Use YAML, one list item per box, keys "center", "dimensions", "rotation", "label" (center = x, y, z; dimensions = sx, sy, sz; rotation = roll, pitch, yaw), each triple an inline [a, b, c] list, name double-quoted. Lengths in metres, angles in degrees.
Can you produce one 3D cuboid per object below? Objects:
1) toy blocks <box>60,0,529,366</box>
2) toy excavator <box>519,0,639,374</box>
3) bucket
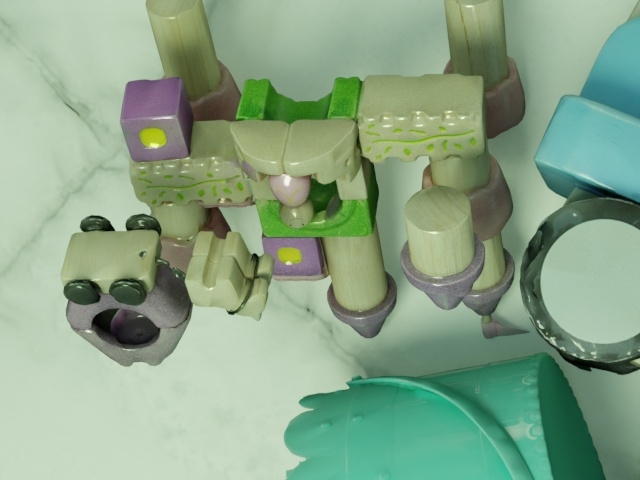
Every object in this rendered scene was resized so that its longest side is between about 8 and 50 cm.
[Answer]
- center: [0.000, 0.000, 1.190]
  dimensions: [0.289, 0.309, 0.260]
  rotation: [0, 138, 10]
  label: "toy blocks"
- center: [0.264, -0.118, 1.138]
  dimensions: [0.433, 0.222, 0.445]
  rotation: [25, 88, 14]
  label: "toy excavator"
- center: [0.107, 0.217, 1.172]
  dimensions: [0.183, 0.281, 0.281]
  rotation: [-19, 90, 15]
  label: "bucket"
